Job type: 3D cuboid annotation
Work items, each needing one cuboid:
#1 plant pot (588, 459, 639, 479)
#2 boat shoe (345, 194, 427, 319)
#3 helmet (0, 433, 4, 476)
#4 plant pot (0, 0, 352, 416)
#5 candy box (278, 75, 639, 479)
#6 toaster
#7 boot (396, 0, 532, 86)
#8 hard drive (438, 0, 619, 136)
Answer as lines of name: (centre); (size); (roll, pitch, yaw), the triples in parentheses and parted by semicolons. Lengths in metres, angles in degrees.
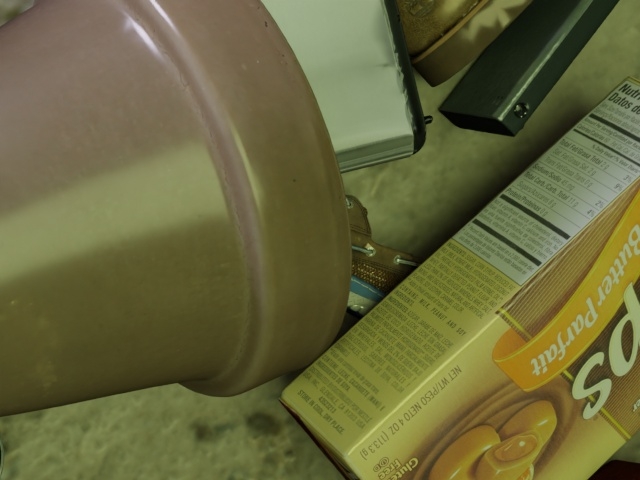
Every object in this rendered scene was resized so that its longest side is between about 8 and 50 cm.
plant pot: (0.238, 0.299, 1.020); (0.267, 0.267, 0.236); (45, 69, -18)
boat shoe: (0.000, 0.000, 0.992); (0.183, 0.066, 0.066); (30, 82, -30)
helmet: (-0.270, 0.151, 0.867); (0.169, 0.169, 0.161); (33, 70, -19)
plant pot: (-0.150, -0.013, 0.808); (0.229, 0.263, 0.263); (-22, 104, -28)
candy box: (0.147, 0.066, 1.004); (0.316, 0.087, 0.183); (-42, 131, -10)
toaster: (-0.016, -0.116, 0.915); (0.110, 0.168, 0.186); (-17, 103, -11)
boot: (0.141, -0.247, 0.986); (0.115, 0.112, 0.305); (45, 84, -8)
hard drive: (0.142, -0.129, 1.001); (0.022, 0.094, 0.135); (40, 84, -20)
